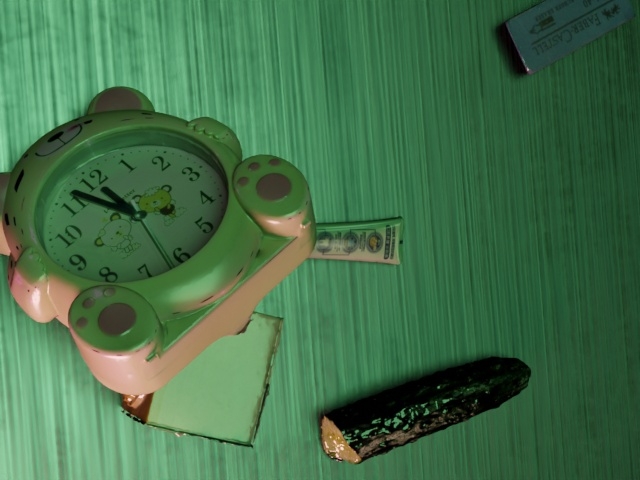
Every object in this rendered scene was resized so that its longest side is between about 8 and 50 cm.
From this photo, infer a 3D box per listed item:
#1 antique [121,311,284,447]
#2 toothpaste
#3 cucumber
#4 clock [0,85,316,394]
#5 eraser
[{"bbox_3d":[-0.141,0.140,1.147,0.148,0.147,0.151,17,81,-21],"label":"antique"},{"bbox_3d":[0.000,0.000,1.270,0.239,0.039,0.062,0,93,-25],"label":"toothpaste"},{"bbox_3d":[0.147,0.204,1.309,0.304,0.081,0.072,-17,66,-23],"label":"cucumber"},{"bbox_3d":[-0.190,-0.019,1.064,0.309,0.114,0.284,36,67,27],"label":"clock"},{"bbox_3d":[0.346,-0.305,1.429,0.225,0.036,0.082,-29,98,-21],"label":"eraser"}]
